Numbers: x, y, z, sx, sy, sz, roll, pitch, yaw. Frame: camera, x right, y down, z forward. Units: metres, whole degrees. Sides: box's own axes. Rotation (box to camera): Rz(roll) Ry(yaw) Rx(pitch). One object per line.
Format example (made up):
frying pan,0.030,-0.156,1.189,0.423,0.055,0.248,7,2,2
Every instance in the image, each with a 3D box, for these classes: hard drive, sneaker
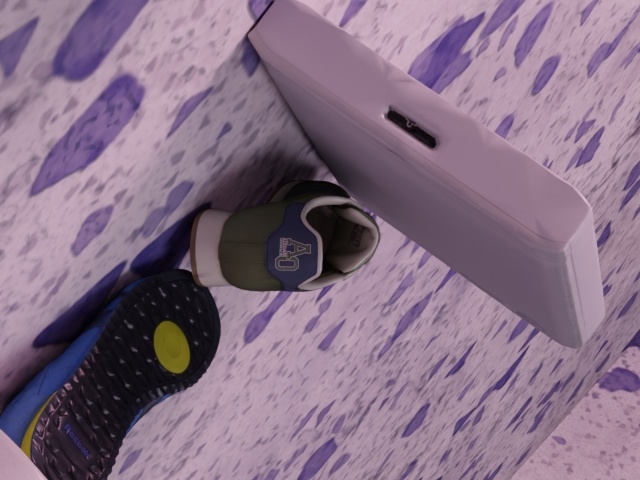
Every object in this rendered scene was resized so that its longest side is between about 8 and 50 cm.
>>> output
hard drive,0.073,-0.029,1.157,0.040,0.203,0.307,-53,165,-5
sneaker,-0.131,0.084,1.102,0.082,0.069,0.209,-20,-161,37
sneaker,0.000,0.000,1.200,0.192,0.086,0.064,-16,107,-65

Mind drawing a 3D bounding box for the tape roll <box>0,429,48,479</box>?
tape roll,-0.202,0.175,0.712,0.169,0.246,0.246,-38,159,-42
